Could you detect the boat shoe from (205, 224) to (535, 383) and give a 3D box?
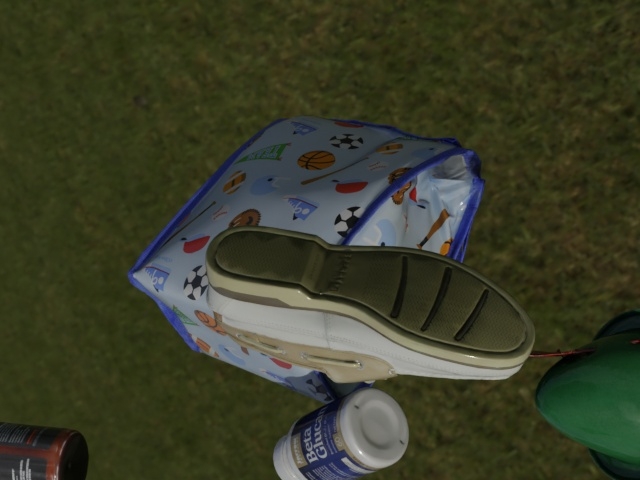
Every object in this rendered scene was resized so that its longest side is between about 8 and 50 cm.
[{"bbox_3d":[0.042,0.071,1.112,0.302,0.113,0.103,16,134,15],"label":"boat shoe"}]

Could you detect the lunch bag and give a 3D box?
[{"bbox_3d":[0.000,0.000,1.652,0.328,0.385,0.239,15,150,41],"label":"lunch bag"}]

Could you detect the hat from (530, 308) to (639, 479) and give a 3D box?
[{"bbox_3d":[0.230,0.146,1.194,0.208,0.183,0.173,-34,52,58],"label":"hat"}]

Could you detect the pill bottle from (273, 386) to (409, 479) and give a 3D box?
[{"bbox_3d":[0.018,0.240,1.448,0.169,0.094,0.094,-34,83,46],"label":"pill bottle"}]

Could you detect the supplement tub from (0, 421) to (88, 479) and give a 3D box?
[{"bbox_3d":[-0.442,0.315,1.763,0.198,0.106,0.106,4,126,15],"label":"supplement tub"}]
